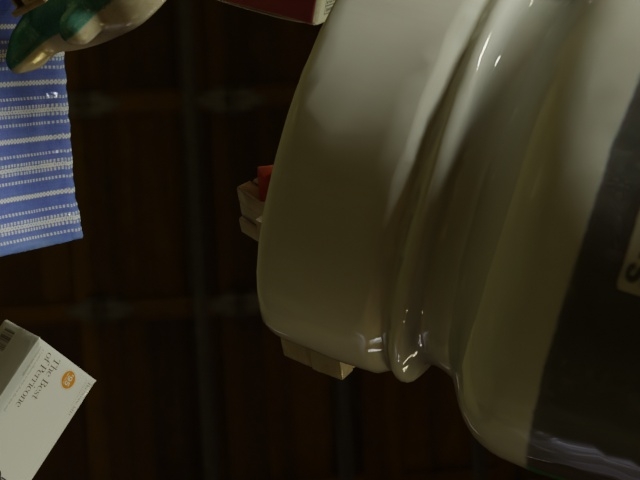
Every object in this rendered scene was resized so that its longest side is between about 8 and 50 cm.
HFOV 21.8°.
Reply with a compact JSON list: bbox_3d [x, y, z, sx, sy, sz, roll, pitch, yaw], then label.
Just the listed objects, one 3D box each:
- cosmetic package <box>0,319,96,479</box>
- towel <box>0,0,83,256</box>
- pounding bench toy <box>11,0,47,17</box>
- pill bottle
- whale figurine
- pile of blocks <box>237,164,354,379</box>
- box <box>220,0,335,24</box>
[{"bbox_3d":[-0.319,0.204,1.574,0.239,0.060,0.099,-58,141,-13],"label":"cosmetic package"},{"bbox_3d":[-0.384,-0.150,2.085,0.243,0.040,0.336,-16,103,-63],"label":"towel"},{"bbox_3d":[-0.237,-0.241,1.391,0.052,0.083,0.065,-13,-61,50],"label":"pounding bench toy"},{"bbox_3d":[0.174,0.012,0.627,0.204,0.361,0.204,18,90,-76],"label":"pill bottle"},{"bbox_3d":[-0.281,-0.307,1.965,0.141,0.272,0.216,48,31,-23],"label":"whale figurine"},{"bbox_3d":[0.000,0.000,1.828,0.362,0.149,0.112,-112,-170,-56],"label":"pile of blocks"},{"bbox_3d":[-0.014,-0.328,1.500,0.148,0.127,0.232,-35,138,-62],"label":"box"}]
